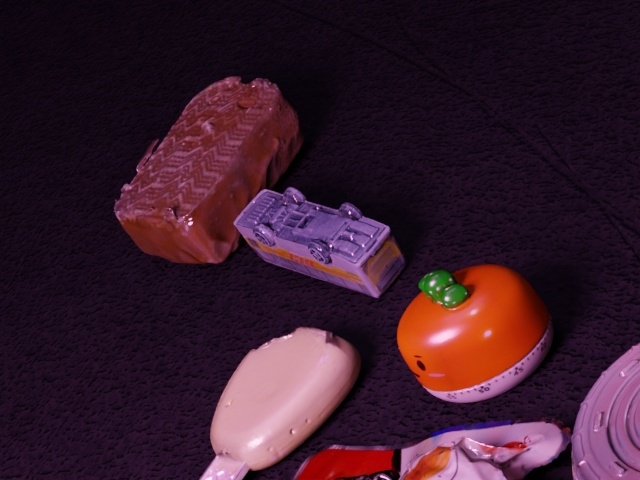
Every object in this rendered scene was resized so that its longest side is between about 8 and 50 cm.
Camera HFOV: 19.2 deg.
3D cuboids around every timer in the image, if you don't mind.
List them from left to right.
[{"bbox_3d":[0.128,0.072,1.643,0.136,0.136,0.099,-35,39,1],"label":"timer"}]

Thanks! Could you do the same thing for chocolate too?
[{"bbox_3d":[-0.113,-0.074,2.055,0.148,0.093,0.214,10,54,45],"label":"chocolate"}]

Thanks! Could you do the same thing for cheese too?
[{"bbox_3d":[-0.070,0.185,1.734,0.127,0.050,0.255,10,54,47],"label":"cheese"}]

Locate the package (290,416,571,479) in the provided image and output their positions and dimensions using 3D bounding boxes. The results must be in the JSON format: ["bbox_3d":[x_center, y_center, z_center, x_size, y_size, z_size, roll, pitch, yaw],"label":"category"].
[{"bbox_3d":[0.074,0.215,1.557,0.269,0.071,0.194,-21,15,33],"label":"package"}]

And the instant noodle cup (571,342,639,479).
[{"bbox_3d":[0.288,0.171,1.324,0.258,0.181,0.302,-23,36,16],"label":"instant noodle cup"}]

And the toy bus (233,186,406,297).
[{"bbox_3d":[0.000,0.000,1.881,0.190,0.075,0.064,16,60,48],"label":"toy bus"}]
